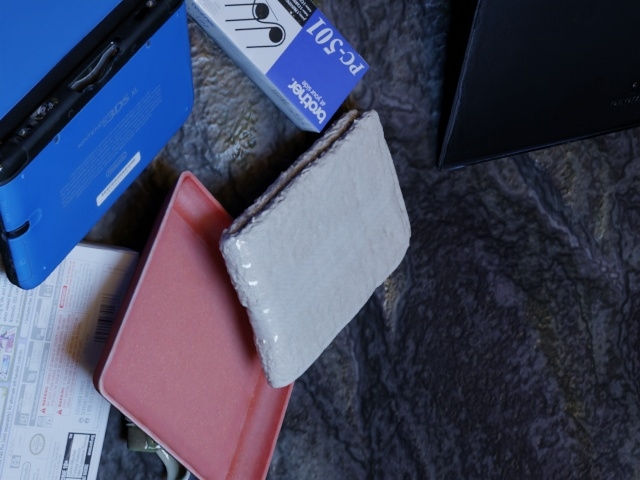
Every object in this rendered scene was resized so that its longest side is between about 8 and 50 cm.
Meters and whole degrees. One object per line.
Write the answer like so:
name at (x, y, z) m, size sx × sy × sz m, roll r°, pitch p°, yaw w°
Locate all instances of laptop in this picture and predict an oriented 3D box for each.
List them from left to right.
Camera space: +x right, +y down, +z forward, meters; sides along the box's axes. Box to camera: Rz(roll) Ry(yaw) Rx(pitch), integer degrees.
laptop at (0.272, -0.344, 1.589) m, size 0.382 × 0.236 × 0.407 m, roll -14°, pitch 76°, yaw -31°

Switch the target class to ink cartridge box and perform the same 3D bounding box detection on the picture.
ink cartridge box at (-0.047, -0.217, 1.381) m, size 0.207 × 0.046 × 0.097 m, roll 44°, pitch 74°, yaw -30°

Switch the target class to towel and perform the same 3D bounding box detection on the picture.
towel at (0.000, 0.000, 1.393) m, size 0.282 × 0.049 × 0.187 m, roll -45°, pitch 128°, yaw -41°

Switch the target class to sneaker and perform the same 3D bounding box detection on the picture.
sneaker at (-0.169, 0.178, 1.349) m, size 0.086 × 0.064 × 0.192 m, roll -48°, pitch 123°, yaw -24°

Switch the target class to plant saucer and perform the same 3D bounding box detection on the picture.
plant saucer at (-0.118, 0.107, 1.316) m, size 0.258 × 0.048 × 0.259 m, roll 50°, pitch 44°, yaw -39°

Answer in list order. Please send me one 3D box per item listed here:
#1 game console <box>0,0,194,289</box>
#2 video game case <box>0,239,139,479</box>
game console at (-0.265, -0.150, 1.205) m, size 0.293 × 0.173 × 0.250 m, roll -53°, pitch 157°, yaw -35°
video game case at (-0.315, 0.121, 1.247) m, size 0.244 × 0.061 × 0.269 m, roll 11°, pitch 91°, yaw -35°
